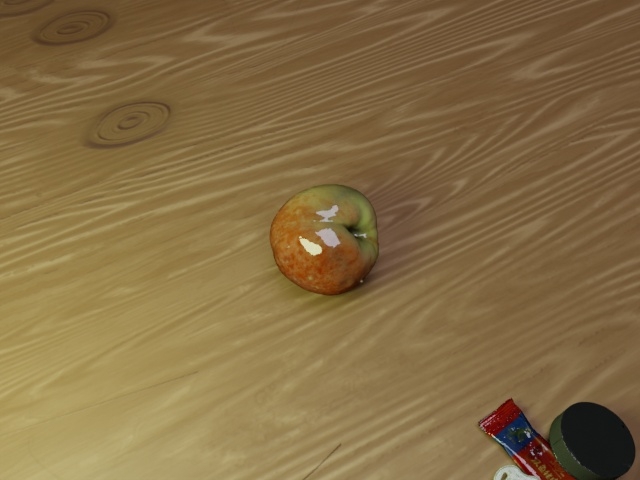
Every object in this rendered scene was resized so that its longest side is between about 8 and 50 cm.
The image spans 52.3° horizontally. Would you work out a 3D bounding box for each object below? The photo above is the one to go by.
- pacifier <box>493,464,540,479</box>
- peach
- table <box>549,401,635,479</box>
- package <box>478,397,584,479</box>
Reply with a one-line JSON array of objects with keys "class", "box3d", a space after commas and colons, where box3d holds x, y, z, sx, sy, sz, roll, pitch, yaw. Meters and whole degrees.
[{"class": "pacifier", "box3d": [0.322, 0.406, 1.060, 0.083, 0.064, 0.068, 27, 75, 16]}, {"class": "peach", "box3d": [0.000, 0.000, 1.277, 0.233, 0.232, 0.232, 1, 54, -2]}, {"class": "table", "box3d": [0.462, 0.344, 1.111, 0.134, 0.043, 0.133, 7, 51, -8]}, {"class": "package", "box3d": [0.366, 0.369, 1.114, 0.083, 0.022, 0.200, -30, 62, -21]}]
